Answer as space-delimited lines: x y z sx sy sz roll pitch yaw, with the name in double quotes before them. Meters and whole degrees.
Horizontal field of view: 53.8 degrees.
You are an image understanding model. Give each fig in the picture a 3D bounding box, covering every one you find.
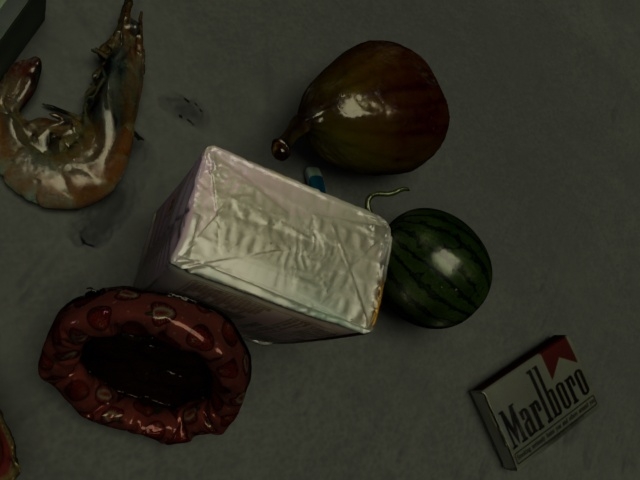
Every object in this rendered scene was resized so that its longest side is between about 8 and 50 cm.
"fig" 0.034 -0.142 0.745 0.274 0.146 0.170 -27 89 -44

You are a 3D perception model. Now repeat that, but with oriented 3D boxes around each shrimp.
"shrimp" -0.258 -0.155 0.666 0.144 0.052 0.251 18 71 -19

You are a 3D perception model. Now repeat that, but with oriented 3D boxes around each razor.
"razor" 0.002 -0.001 0.764 0.068 0.037 0.191 1 77 -25

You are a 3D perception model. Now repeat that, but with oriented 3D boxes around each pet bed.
"pet bed" -0.157 0.117 0.578 0.201 0.201 0.053 27 37 -18

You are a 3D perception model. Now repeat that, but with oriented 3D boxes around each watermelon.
"watermelon" 0.117 0.020 0.763 0.187 0.140 0.140 41 63 0

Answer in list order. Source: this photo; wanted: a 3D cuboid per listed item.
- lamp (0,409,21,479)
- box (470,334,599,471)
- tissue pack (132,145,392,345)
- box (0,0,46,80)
"lamp" -0.354 0.131 0.481 0.177 0.177 0.274 -26 88 -29
"box" 0.292 0.215 0.855 0.178 0.036 0.115 -23 88 -29
"tissue pack" -0.069 0.022 0.617 0.185 0.225 0.124 20 70 -20
"box" -0.377 -0.187 0.595 0.129 0.086 0.225 29 67 -17
